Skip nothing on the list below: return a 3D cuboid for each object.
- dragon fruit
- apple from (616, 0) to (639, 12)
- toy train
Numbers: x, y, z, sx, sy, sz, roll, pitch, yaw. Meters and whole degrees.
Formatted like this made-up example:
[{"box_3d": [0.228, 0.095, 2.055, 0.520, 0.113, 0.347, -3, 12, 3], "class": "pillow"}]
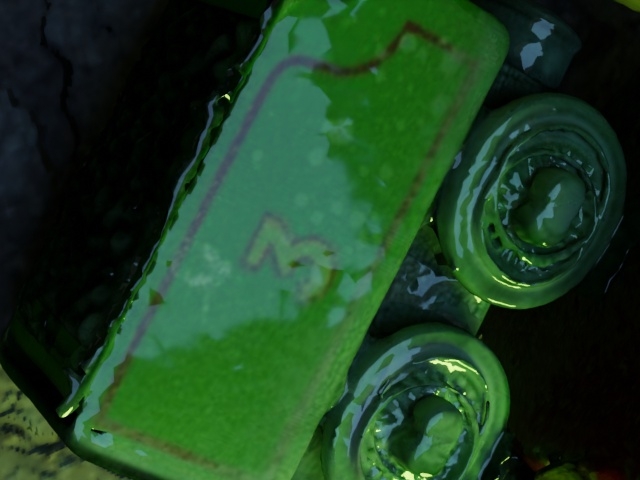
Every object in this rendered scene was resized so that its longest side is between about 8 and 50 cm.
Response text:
[{"box_3d": [0.168, 0.021, 0.684, 0.130, 0.268, 0.295, 24, 119, -22], "class": "dragon fruit"}, {"box_3d": [0.140, -0.214, 0.552, 0.254, 0.292, 0.292, -53, 129, -27], "class": "apple"}, {"box_3d": [0.000, 0.000, 0.645, 0.188, 0.132, 0.243, 28, 90, -29], "class": "toy train"}]
